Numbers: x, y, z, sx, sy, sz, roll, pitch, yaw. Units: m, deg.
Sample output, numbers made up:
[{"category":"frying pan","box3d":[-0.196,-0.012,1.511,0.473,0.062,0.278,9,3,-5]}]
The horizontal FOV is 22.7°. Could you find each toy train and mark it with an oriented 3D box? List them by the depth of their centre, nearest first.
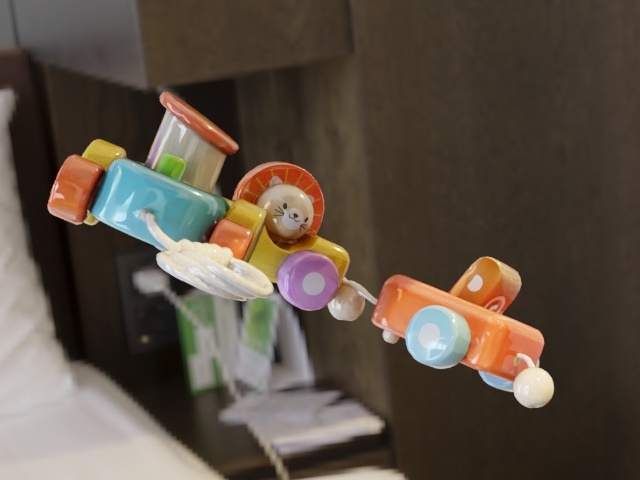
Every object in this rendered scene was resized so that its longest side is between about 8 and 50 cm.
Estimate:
[{"category":"toy train","box3d":[0.000,0.000,0.486,0.125,0.046,0.166,23,0,41]}]
